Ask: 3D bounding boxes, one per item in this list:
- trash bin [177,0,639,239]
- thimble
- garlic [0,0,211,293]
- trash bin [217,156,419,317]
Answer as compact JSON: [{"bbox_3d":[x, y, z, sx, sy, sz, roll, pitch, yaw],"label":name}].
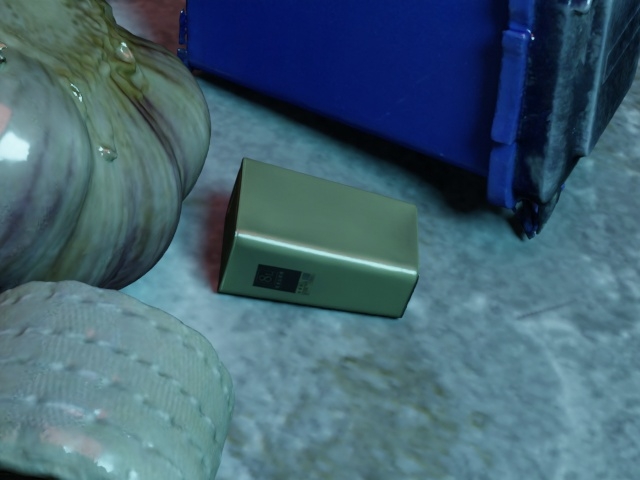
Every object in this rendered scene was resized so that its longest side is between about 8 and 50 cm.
[{"bbox_3d":[0.050,-0.126,0.745,0.234,0.184,0.162,17,38,19],"label":"trash bin"},{"bbox_3d":[-0.096,0.079,0.518,0.115,0.102,0.090,-6,39,19],"label":"thimble"},{"bbox_3d":[-0.169,-0.060,0.607,0.245,0.160,0.245,31,30,-21],"label":"garlic"},{"bbox_3d":[0.000,0.000,0.673,0.092,0.043,0.061,11,42,-8],"label":"trash bin"}]
